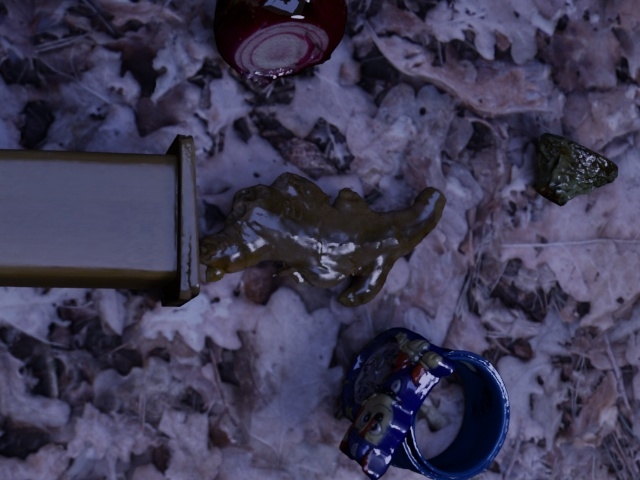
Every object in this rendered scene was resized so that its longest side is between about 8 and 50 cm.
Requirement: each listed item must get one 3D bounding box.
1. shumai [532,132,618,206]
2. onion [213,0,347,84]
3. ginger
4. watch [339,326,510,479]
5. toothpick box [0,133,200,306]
[{"bbox_3d":[0.345,-0.089,1.672,0.123,0.099,0.087,24,93,-12],"label":"shumai"},{"bbox_3d":[-0.053,-0.306,1.513,0.173,0.198,0.135,-13,58,-16],"label":"onion"},{"bbox_3d":[-0.002,0.000,1.551,0.333,0.080,0.166,4,97,-24],"label":"ginger"},{"bbox_3d":[0.135,0.220,1.534,0.200,0.171,0.196,32,87,-24],"label":"watch"},{"bbox_3d":[-0.305,-0.021,1.402,0.308,0.187,0.190,1,84,-14],"label":"toothpick box"}]
